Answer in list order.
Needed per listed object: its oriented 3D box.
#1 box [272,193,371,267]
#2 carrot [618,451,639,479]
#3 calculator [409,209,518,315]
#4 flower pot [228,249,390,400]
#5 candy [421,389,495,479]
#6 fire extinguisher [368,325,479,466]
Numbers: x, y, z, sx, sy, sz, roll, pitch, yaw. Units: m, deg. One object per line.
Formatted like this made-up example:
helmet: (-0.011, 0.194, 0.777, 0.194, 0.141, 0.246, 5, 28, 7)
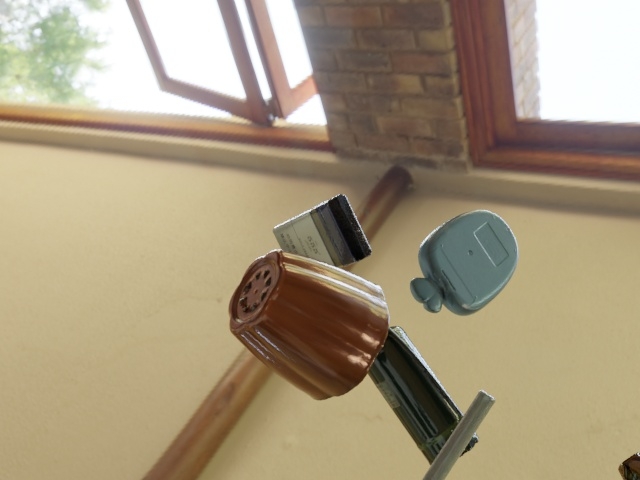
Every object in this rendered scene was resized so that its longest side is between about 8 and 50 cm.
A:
box: (0.000, 0.000, 1.948, 0.071, 0.168, 0.259, -27, -177, -39)
carrot: (0.566, 0.436, 1.220, 0.069, 0.069, 0.228, -28, -125, -15)
calculator: (0.301, 0.048, 1.610, 0.303, 0.188, 0.042, -35, -177, -34)
flower pot: (-0.025, 0.106, 1.089, 0.191, 0.173, 0.190, -37, -146, 31)
candy: (0.037, 0.277, 0.626, 0.124, 0.124, 0.365, 33, -89, 47)
fire extinguisher: (0.132, 0.213, 1.231, 0.093, 0.118, 0.294, -31, -100, -23)
